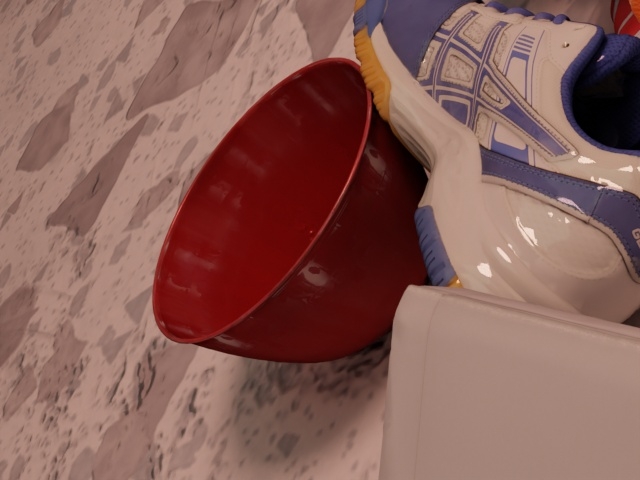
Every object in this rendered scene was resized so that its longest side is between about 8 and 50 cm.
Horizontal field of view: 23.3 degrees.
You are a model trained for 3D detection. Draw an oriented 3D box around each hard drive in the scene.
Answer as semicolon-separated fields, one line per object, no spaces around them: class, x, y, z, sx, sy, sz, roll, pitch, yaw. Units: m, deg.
hard drive;0.109;0.134;0.511;0.307;0.040;0.203;12;99;62

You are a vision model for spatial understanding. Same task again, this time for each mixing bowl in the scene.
mixing bowl;0.000;0.000;0.867;0.181;0.098;0.181;-40;30;29

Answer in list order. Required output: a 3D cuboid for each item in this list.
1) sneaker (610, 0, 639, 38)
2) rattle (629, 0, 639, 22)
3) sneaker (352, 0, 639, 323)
sneaker;0.189;-0.133;0.768;0.118;0.042;0.067;-42;33;29
rattle;0.203;-0.200;0.670;0.200;0.142;0.130;-31;49;-11
sneaker;0.107;-0.064;0.773;0.131;0.112;0.296;-39;40;20
